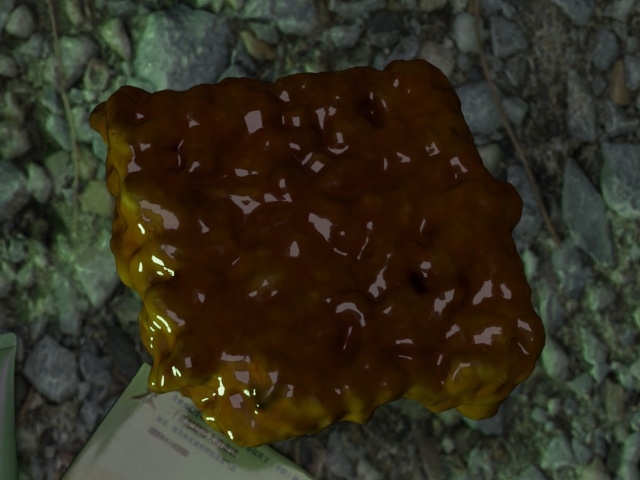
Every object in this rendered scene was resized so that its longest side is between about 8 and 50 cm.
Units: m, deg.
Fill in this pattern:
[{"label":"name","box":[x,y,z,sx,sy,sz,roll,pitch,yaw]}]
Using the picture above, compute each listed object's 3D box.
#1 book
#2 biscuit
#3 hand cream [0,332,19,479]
[{"label":"book","box":[-0.144,0.268,1.017,0.201,0.026,0.289,33,81,6]},{"label":"biscuit","box":[0.000,0.000,0.984,0.312,0.110,0.318,-8,66,-19]},{"label":"hand cream","box":[-0.266,0.173,1.013,0.078,0.050,0.204,-12,67,-3]}]
